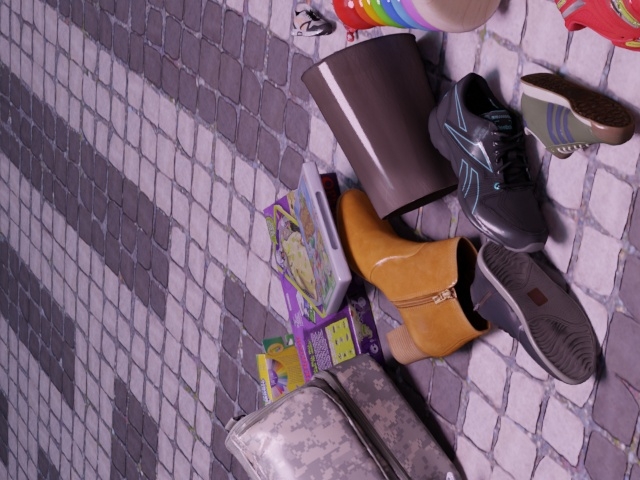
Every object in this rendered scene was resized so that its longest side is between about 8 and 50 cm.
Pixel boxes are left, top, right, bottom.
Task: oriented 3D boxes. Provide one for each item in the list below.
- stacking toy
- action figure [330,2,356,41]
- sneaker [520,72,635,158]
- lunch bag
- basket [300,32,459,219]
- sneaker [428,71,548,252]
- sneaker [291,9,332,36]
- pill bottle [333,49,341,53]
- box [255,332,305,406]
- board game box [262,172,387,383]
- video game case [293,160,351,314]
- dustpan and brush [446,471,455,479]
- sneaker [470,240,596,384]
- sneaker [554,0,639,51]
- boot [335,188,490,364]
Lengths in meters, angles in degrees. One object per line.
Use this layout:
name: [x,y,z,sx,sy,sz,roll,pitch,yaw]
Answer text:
stacking toy: [0.114,-0.352,1.915,0.330,0.141,0.141,-168,72,-65]
action figure: [0.039,-0.363,2.126,0.038,0.030,0.115,-10,91,55]
sneaker: [0.312,-0.137,1.686,0.192,0.064,0.086,39,138,50]
lunch bag: [0.027,0.357,2.068,0.305,0.256,0.212,55,145,20]
basket: [0.097,-0.156,1.941,0.154,0.204,0.227,-29,81,39]
sneaker: [0.224,-0.103,1.803,0.267,0.101,0.106,62,143,29]
sneaker: [-0.017,-0.349,2.213,0.109,0.040,0.044,17,110,57]
pill bottle: [0.051,-0.230,2.103,0.065,0.065,0.116,22,117,56]
box: [-0.050,0.250,2.365,0.043,0.105,0.179,-9,89,59]
board game box: [0.003,0.082,2.290,0.208,0.056,0.347,-27,74,55]
video game case: [0.000,0.000,2.134,0.212,0.023,0.193,107,148,-73]
dustpan and brush: [0.219,0.433,1.992,0.147,0.060,0.211,0,98,60]
sneaker: [0.279,0.108,1.807,0.222,0.083,0.118,58,162,23]
sneaker: [0.367,-0.269,1.543,0.279,0.107,0.118,24,136,59]
boot: [0.142,0.025,1.997,0.211,0.104,0.295,-36,71,51]
